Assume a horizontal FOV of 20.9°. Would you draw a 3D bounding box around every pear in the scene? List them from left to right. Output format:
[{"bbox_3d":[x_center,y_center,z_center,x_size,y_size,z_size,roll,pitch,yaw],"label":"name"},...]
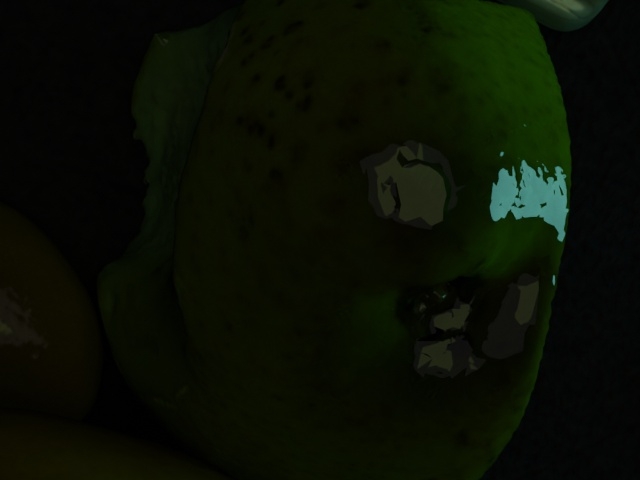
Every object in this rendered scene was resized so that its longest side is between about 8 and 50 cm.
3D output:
[{"bbox_3d":[0.000,0.000,0.828,0.176,0.282,0.286,7,88,-15],"label":"pear"}]

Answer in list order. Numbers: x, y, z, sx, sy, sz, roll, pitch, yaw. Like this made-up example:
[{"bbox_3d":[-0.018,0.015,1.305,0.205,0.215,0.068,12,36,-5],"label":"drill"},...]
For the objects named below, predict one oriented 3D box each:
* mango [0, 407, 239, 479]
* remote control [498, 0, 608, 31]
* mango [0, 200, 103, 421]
[{"bbox_3d":[-0.085,0.251,0.836,0.445,0.220,0.301,41,113,0],"label":"mango"},{"bbox_3d":[0.067,-0.202,0.953,0.230,0.049,0.090,30,83,-4],"label":"remote control"},{"bbox_3d":[-0.203,0.029,0.903,0.191,0.085,0.122,13,77,-16],"label":"mango"}]
